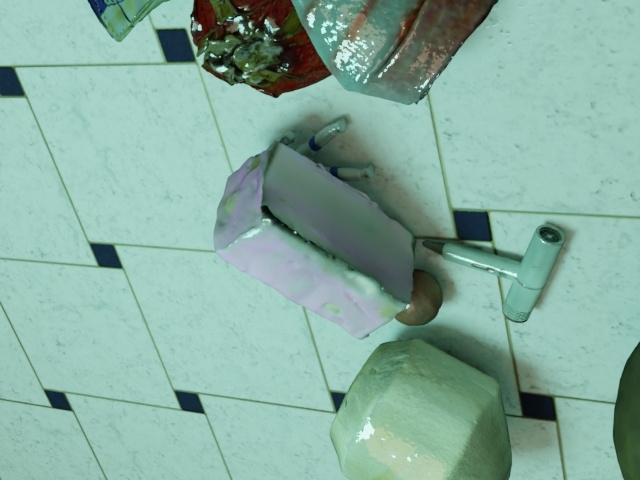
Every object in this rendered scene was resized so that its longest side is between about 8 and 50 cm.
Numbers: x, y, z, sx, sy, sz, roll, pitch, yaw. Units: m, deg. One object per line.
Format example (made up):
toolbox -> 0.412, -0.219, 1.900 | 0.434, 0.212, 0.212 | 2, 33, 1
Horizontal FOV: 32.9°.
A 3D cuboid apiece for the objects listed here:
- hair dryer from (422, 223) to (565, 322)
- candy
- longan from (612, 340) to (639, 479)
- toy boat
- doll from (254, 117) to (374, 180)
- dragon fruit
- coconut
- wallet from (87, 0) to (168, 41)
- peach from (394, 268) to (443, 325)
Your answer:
hair dryer -> 0.220, 0.016, 1.455 | 0.183, 0.044, 0.155 | 26, 133, 12
candy -> 0.000, 0.000, 1.435 | 0.265, 0.156, 0.116 | 31, 130, -24
longan -> 0.525, 0.229, 1.250 | 0.404, 0.336, 0.405 | 26, 142, 22
toy boat -> 0.038, -0.292, 1.228 | 0.282, 0.096, 0.206 | 37, 111, -7
doll -> -0.043, -0.096, 1.497 | 0.227, 0.057, 0.114 | -21, 121, 30
dragon fruit -> -0.077, -0.255, 1.314 | 0.218, 0.148, 0.224 | 1, 127, 27
coconut -> 0.157, 0.281, 1.576 | 0.265, 0.237, 0.237 | 27, 135, 5
wallet -> -0.207, -0.400, 1.286 | 0.309, 0.077, 0.223 | -31, 87, 44
peach -> 0.130, 0.080, 1.528 | 0.083, 0.083, 0.083 | 15, 132, 18
